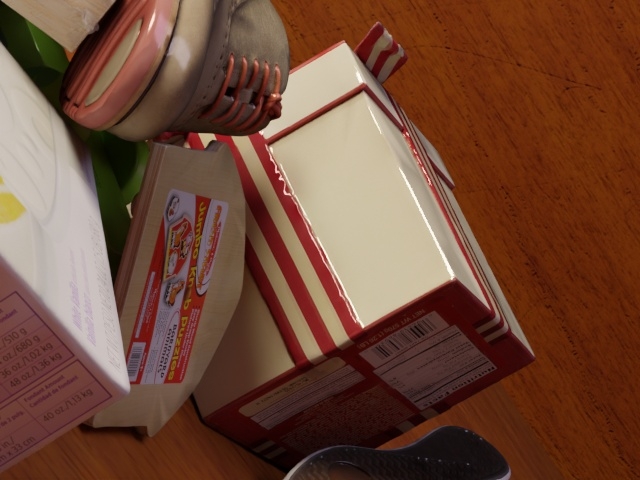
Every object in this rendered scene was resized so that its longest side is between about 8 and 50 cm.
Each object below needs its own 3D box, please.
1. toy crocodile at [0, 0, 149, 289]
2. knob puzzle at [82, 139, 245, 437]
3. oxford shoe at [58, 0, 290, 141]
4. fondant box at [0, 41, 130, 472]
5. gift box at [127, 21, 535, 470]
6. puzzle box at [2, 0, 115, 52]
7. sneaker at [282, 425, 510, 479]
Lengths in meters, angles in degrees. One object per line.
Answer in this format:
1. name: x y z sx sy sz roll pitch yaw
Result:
1. toy crocodile: -0.201 -0.108 1.136 0.341 0.105 0.115 66 11 17
2. knob puzzle: -0.095 0.028 1.103 0.030 0.213 0.213 14 0 17
3. oxford shoe: -0.069 -0.120 1.069 0.130 0.123 0.348 36 17 -10
4. fondant box: -0.227 -0.075 0.819 0.330 0.096 0.238 52 10 -33
5. gift box: 0.000 0.000 1.365 0.258 0.255 0.276 65 7 29
6. puzzle box: -0.285 -0.285 0.994 0.409 0.052 0.272 37 15 -21
7. sneaker: 0.045 0.229 1.363 0.106 0.123 0.290 43 23 26
